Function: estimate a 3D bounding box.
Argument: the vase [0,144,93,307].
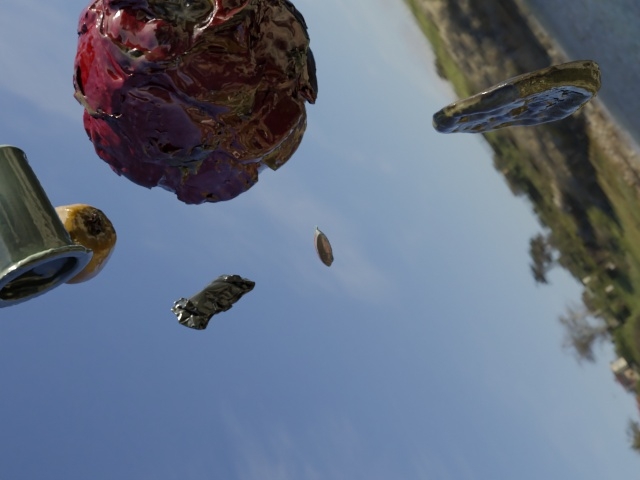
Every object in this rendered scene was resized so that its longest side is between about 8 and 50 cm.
[{"bbox_3d":[-0.657,-0.035,2.154,0.291,0.245,0.245,59,-165,12],"label":"vase"}]

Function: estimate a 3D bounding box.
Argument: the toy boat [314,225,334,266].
[{"bbox_3d":[0.000,0.000,2.238,0.122,0.034,0.096,-112,4,-70],"label":"toy boat"}]

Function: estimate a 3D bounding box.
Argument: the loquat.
[{"bbox_3d":[-0.598,0.005,2.492,0.187,0.234,0.176,21,-143,-33],"label":"loquat"}]

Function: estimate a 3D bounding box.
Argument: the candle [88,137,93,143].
[{"bbox_3d":[-0.454,-0.185,2.296,0.162,0.053,0.048,46,-146,10],"label":"candle"}]

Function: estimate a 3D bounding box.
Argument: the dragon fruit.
[{"bbox_3d":[-0.155,-0.209,1.273,0.329,0.329,0.329,49,-165,-18],"label":"dragon fruit"}]

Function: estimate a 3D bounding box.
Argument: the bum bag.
[{"bbox_3d":[-0.216,0.113,2.038,0.087,0.049,0.198,19,-144,30],"label":"bum bag"}]

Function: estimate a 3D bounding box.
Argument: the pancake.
[{"bbox_3d":[0.335,-0.230,1.707,0.294,0.295,0.049,11,-115,-70],"label":"pancake"}]
